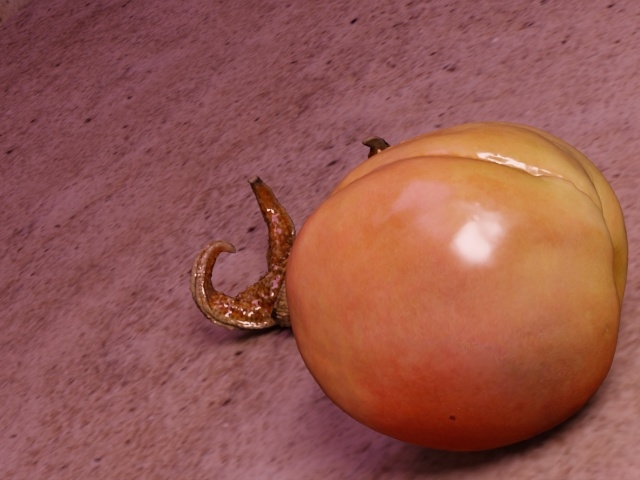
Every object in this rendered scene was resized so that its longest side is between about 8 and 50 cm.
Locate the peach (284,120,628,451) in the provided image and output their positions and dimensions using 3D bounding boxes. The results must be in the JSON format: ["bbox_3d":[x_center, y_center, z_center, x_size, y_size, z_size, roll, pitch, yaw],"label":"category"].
[{"bbox_3d":[0.072,0.024,0.954,0.184,0.184,0.184,-29,21,12],"label":"peach"}]

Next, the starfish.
[{"bbox_3d":[0.000,-0.001,1.250,0.190,0.074,0.146,-9,33,49],"label":"starfish"}]
